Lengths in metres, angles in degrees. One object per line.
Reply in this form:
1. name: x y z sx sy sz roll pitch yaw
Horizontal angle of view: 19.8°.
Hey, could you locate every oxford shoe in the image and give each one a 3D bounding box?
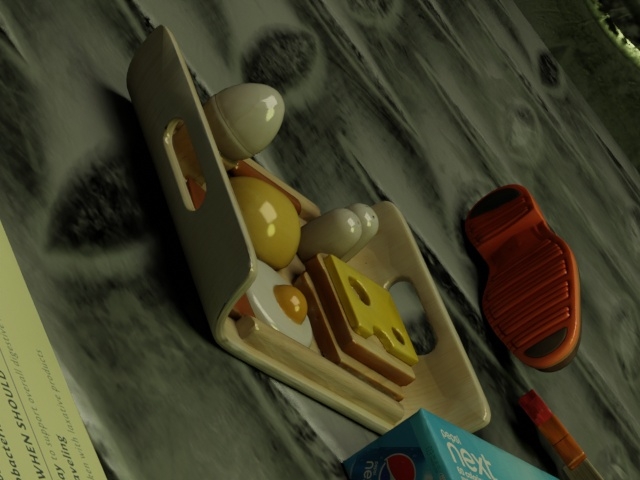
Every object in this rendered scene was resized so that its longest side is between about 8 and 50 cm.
1. oxford shoe: 0.209 0.048 1.721 0.098 0.097 0.271 52 16 -28

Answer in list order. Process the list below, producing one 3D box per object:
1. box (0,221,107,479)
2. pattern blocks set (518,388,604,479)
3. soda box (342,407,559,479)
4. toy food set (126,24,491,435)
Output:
1. box: -0.195 0.057 0.600 0.243 0.117 0.213 25 34 -59
2. pattern blocks set: 0.255 0.250 1.455 0.285 0.026 0.325 52 2 -6
3. soda box: 0.105 0.183 1.234 0.210 0.067 0.071 30 29 -52
4. toy food set: 0.000 0.000 1.257 0.306 0.092 0.220 33 27 -48
